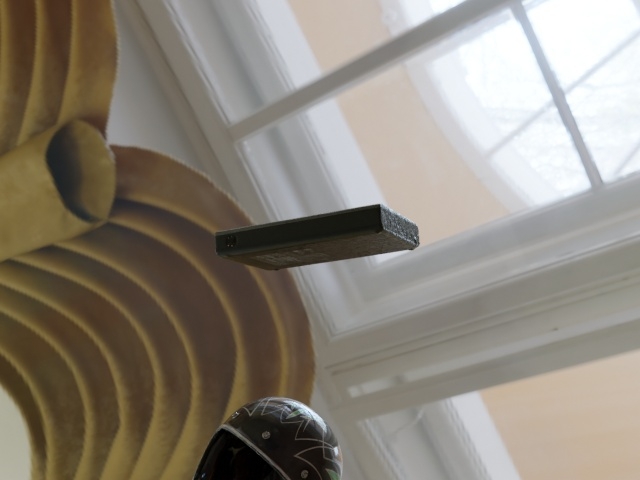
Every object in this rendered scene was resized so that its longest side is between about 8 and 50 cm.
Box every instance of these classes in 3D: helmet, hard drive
[{"bbox_3d":[-0.053,0.262,0.952,0.169,0.161,0.169,31,-174,-4],"label":"helmet"},{"bbox_3d":[0.000,0.000,0.641,0.094,0.135,0.022,22,-118,-65],"label":"hard drive"}]
